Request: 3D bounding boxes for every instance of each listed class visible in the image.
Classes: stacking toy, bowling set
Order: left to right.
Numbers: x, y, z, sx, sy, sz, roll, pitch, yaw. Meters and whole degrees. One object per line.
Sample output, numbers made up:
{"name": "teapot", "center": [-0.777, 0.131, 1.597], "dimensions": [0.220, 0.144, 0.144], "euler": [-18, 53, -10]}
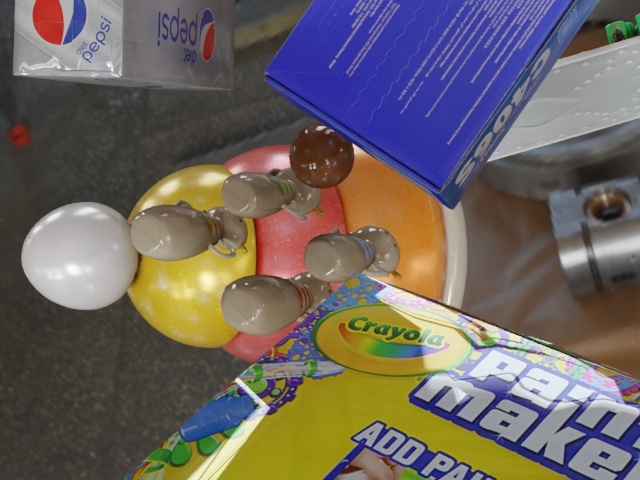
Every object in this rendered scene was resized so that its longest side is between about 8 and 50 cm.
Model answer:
{"name": "stacking toy", "center": [-0.103, 0.013, 1.383], "dimensions": [0.350, 0.480, 0.350], "euler": [-5, 84, 56]}
{"name": "bowling set", "center": [0.000, 0.000, 1.040], "dimensions": [0.287, 0.154, 0.200], "euler": [42, 110, 18]}

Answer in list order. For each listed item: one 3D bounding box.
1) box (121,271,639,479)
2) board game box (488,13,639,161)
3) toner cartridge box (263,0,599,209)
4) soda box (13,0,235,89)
{"name": "box", "center": [0.015, 0.220, 0.408], "dimensions": [0.177, 0.290, 0.279], "euler": [20, 49, 40]}
{"name": "board game box", "center": [0.342, -0.225, 1.935], "dimensions": [0.390, 0.390, 0.050], "euler": [-16, 76, 9]}
{"name": "toner cartridge box", "center": [0.126, -0.212, 0.886], "dimensions": [0.165, 0.075, 0.348], "euler": [36, 91, 16]}
{"name": "soda box", "center": [-0.154, -0.179, 1.017], "dimensions": [0.091, 0.286, 0.098], "euler": [3, 96, 12]}
